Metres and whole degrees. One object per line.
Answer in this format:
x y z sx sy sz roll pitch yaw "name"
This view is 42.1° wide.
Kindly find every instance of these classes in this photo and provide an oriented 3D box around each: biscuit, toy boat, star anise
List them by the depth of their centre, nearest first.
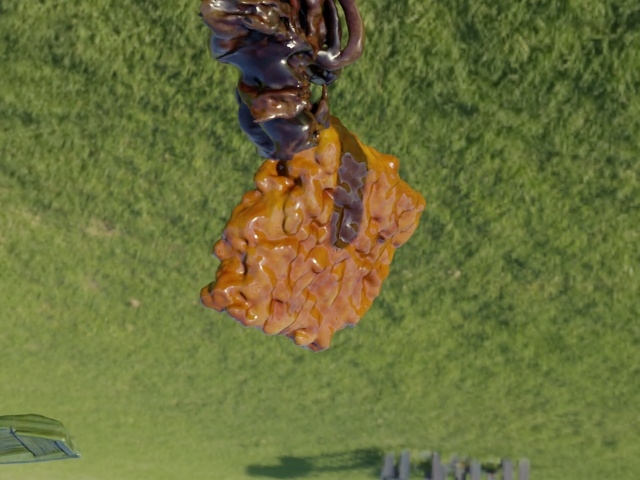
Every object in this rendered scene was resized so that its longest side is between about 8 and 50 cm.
-0.028 -0.162 0.714 0.126 0.190 0.220 13 175 12 "star anise"
-0.470 0.279 1.123 0.293 0.055 0.093 -10 140 5 "toy boat"
0.000 0.000 1.189 0.110 0.312 0.318 30 180 37 "biscuit"
